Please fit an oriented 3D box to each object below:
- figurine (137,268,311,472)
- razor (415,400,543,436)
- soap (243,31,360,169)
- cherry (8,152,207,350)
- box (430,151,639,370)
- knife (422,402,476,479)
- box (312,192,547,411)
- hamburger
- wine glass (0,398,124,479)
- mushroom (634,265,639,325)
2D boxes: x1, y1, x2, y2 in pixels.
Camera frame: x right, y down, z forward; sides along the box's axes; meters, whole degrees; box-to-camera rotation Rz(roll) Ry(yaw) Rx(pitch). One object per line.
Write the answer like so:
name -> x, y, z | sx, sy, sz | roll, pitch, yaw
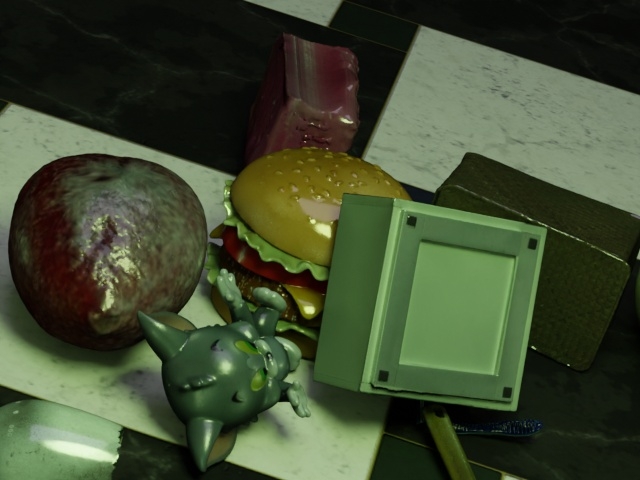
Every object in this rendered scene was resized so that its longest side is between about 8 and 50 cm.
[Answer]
figurine -> -0.101, 0.130, 1.953 | 0.140, 0.193, 0.265 | -20, 4, 7
razor -> 0.187, 0.218, 2.055 | 0.155, 0.028, 0.044 | 7, 38, -7
soap -> -0.027, -0.175, 2.445 | 0.127, 0.220, 0.325 | 16, 29, -9
cherry -> -0.250, 0.015, 2.010 | 0.230, 0.203, 0.300 | 18, 36, -12
box -> 0.274, 0.023, 2.287 | 0.273, 0.184, 0.143 | 23, 30, 13
knife -> 0.185, 0.295, 1.902 | 0.061, 0.027, 0.343 | 4, 35, -20
box -> 0.130, 0.075, 2.018 | 0.225, 0.225, 0.117 | 9, 0, -33
hamburger -> 0.000, 0.000, 2.153 | 0.274, 0.212, 0.274 | 12, 28, -7
wine glass -> -0.320, 0.212, 1.710 | 0.241, 0.126, 0.126 | 12, 29, -5
mushroom -> 0.584, 0.080, 2.276 | 0.352, 0.260, 0.352 | 6, 29, -3
